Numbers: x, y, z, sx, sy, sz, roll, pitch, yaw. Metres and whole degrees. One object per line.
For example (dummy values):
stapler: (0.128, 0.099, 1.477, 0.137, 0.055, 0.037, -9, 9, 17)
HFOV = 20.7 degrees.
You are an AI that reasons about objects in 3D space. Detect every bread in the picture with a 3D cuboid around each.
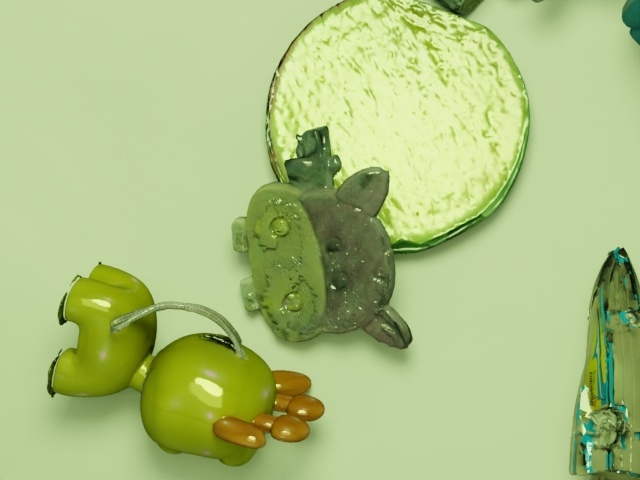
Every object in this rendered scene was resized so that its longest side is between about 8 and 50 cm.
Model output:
bread: (0.065, -0.099, 1.486, 0.229, 0.033, 0.228, -1, 79, 5)

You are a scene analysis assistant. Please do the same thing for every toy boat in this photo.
toy boat: (0.245, 0.103, 1.427, 0.084, 0.066, 0.210, 14, 67, -28)

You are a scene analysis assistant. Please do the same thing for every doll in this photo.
doll: (-0.104, 0.108, 1.412, 0.221, 0.143, 0.135, 20, 109, 12)

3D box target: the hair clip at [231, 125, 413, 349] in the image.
hair clip: (-0.003, 0.001, 1.436, 0.146, 0.056, 0.187, -3, 96, 22)

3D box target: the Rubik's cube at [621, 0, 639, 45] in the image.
Rubik's cube: (0.473, -0.212, 1.314, 0.352, 0.351, 0.347, 40, 86, 4)

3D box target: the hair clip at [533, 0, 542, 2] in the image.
hair clip: (0.265, -0.307, 1.463, 0.090, 0.137, 0.278, 29, 97, -34)

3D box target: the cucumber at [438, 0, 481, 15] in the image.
cucumber: (0.101, -0.247, 1.498, 0.064, 0.064, 0.112, -35, 79, -4)
